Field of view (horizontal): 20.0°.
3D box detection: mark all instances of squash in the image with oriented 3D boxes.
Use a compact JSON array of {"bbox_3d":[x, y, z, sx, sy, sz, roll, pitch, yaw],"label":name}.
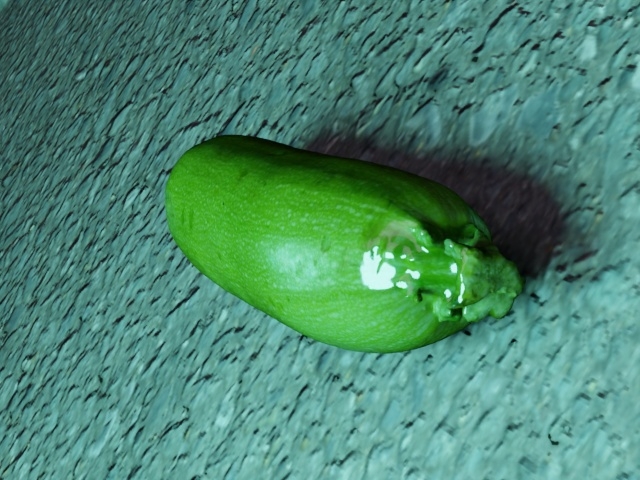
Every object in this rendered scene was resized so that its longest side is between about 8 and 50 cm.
[{"bbox_3d":[0.000,0.000,0.970,0.101,0.101,0.379,-61,25,-6],"label":"squash"}]
